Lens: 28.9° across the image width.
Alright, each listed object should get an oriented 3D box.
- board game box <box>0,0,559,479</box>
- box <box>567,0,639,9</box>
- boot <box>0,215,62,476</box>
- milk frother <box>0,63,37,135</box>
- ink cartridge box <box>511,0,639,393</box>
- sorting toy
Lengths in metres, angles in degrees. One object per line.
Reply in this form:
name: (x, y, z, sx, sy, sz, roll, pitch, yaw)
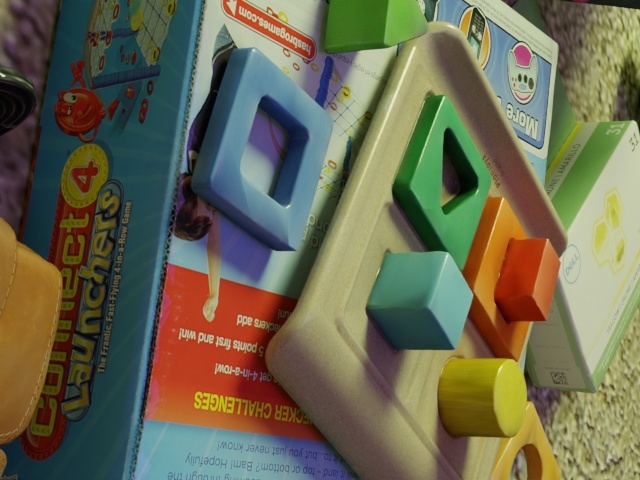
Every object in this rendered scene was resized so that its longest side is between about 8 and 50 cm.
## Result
board game box: (0.000, 0.000, 0.606, 0.308, 0.086, 0.302, 20, 75, -52)
box: (0.243, -0.307, 0.843, 0.165, 0.143, 0.270, 73, 33, -56)
boot: (-0.192, 0.088, 0.349, 0.283, 0.109, 0.220, -61, 166, -5)
milk frother: (-0.148, -0.111, 0.411, 0.143, 0.129, 0.135, 121, -17, -73)
ink cartridge box: (0.169, -0.037, 0.865, 0.171, 0.056, 0.235, -52, 132, -39)
sorting toy: (0.068, 0.025, 0.584, 0.348, 0.047, 0.196, 54, 50, -40)
